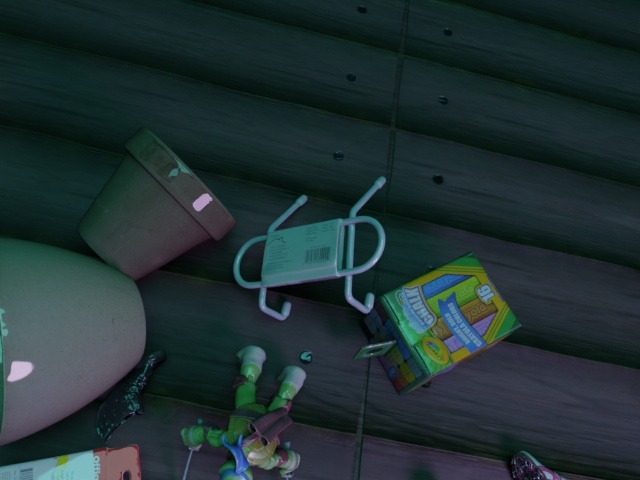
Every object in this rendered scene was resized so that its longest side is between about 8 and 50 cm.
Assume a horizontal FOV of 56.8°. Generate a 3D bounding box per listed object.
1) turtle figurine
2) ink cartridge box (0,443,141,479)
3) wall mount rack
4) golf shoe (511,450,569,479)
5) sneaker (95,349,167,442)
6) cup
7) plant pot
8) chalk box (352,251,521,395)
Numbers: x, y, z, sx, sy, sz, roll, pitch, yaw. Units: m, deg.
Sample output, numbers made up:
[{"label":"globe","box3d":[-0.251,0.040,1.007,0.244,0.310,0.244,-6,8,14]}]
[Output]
[{"label":"turtle figurine","box3d":[-0.136,0.347,1.059,0.198,0.274,0.266,4,41,14]},{"label":"ink cartridge box","box3d":[-0.412,0.424,0.974,0.231,0.078,0.134,-6,67,-15]},{"label":"wall mount rack","box3d":[0.000,0.000,1.185,0.350,0.130,0.303,-10,62,32]},{"label":"golf shoe","box3d":[0.446,0.482,1.145,0.186,0.067,0.086,50,39,13]},{"label":"sneaker","box3d":[-0.340,0.280,1.077,0.170,0.051,0.089,-32,75,-19]},{"label":"cup","box3d":[-0.438,0.148,0.996,0.237,0.331,0.330,-5,64,-38]},{"label":"plant pot","box3d":[-0.331,-0.048,1.143,0.263,0.263,0.229,44,81,10]},{"label":"chalk box","box3d":[0.203,0.180,1.168,0.289,0.180,0.179,-24,71,-20]}]
